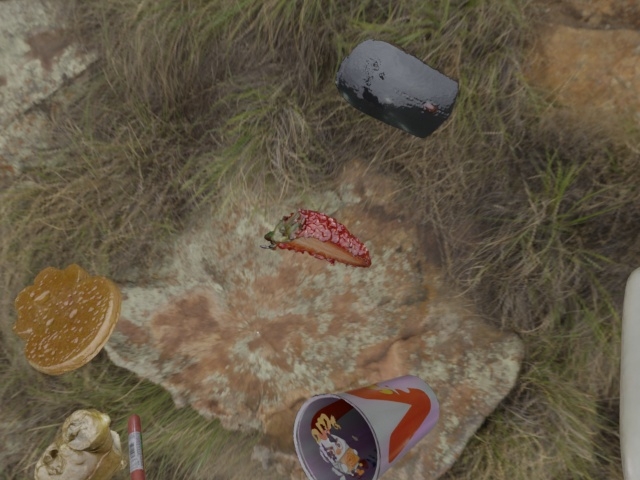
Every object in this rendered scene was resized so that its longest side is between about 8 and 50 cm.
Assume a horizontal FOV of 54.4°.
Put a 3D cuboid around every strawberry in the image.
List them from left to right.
[{"bbox_3d":[0.000,-0.006,1.264,0.208,0.167,0.086,22,68,-36],"label":"strawberry"}]

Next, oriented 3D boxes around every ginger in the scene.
[{"bbox_3d":[-0.272,0.235,0.690,0.096,0.165,0.067,-16,53,-20],"label":"ginger"}]

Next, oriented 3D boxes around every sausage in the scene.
[{"bbox_3d":[-0.385,0.444,1.301,0.029,0.223,0.029,-9,124,-14],"label":"sausage"}]

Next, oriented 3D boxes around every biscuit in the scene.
[{"bbox_3d":[-0.479,0.140,1.165,0.289,0.044,0.202,19,65,41],"label":"biscuit"}]

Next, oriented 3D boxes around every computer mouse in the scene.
[{"bbox_3d":[0.179,-0.339,1.408,0.295,0.087,0.168,22,113,-17],"label":"computer mouse"}]

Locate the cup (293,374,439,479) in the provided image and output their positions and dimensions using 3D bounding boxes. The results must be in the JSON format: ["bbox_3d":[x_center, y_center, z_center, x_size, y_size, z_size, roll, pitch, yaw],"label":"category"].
[{"bbox_3d":[0.111,0.364,1.241,0.203,0.289,0.202,3,94,38],"label":"cup"}]

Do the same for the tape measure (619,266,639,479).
[{"bbox_3d":[0.257,0.154,0.310,0.271,0.133,0.231,53,40,-26],"label":"tape measure"}]
